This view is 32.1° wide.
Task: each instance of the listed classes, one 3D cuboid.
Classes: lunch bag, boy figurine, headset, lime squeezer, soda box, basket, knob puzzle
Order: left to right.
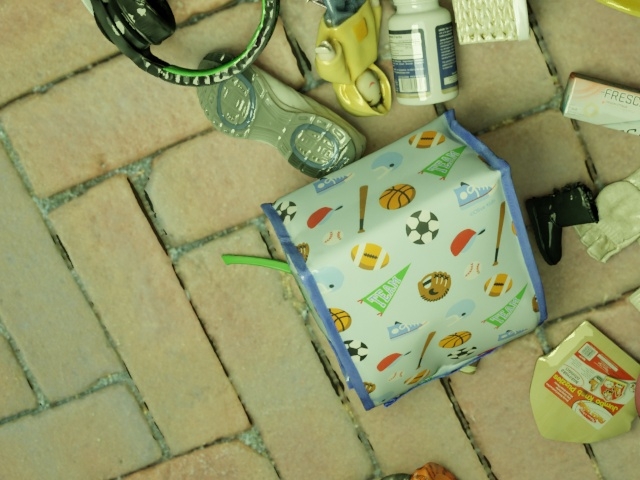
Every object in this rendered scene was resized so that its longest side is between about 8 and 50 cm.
[{"bbox_3d":[-0.249,-0.373,1.551,0.394,0.185,0.243,30,107,-2],"label":"headset"},{"bbox_3d":[0.000,0.000,1.764,0.310,0.059,0.110,-30,72,15],"label":"lime squeezer"},{"bbox_3d":[0.043,-0.293,1.602,0.092,0.177,0.285,12,130,26],"label":"boy figurine"},{"bbox_3d":[0.138,0.053,1.629,0.328,0.239,0.385,-27,128,-1],"label":"lunch bag"},{"bbox_3d":[0.240,-0.367,1.587,0.103,0.113,0.167,-6,106,12],"label":"basket"},{"bbox_3d":[0.423,0.245,1.796,0.213,0.030,0.213,2,107,5],"label":"knob puzzle"},{"bbox_3d":[0.451,-0.195,1.644,0.183,0.058,0.063,15,108,2],"label":"soda box"}]

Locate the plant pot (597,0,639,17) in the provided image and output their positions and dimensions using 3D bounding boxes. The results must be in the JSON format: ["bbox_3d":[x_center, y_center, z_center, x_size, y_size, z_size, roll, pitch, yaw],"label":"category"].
[{"bbox_3d":[0.445,-0.448,1.482,0.254,0.254,0.239,25,93,-2],"label":"plant pot"}]

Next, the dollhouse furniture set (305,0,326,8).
[{"bbox_3d":[-0.005,-0.400,1.617,0.091,0.081,0.114,25,108,-2],"label":"dollhouse furniture set"}]

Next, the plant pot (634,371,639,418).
[{"bbox_3d":[0.604,0.260,1.685,0.201,0.180,0.201,-2,107,-5],"label":"plant pot"}]

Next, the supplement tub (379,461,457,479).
[{"bbox_3d":[0.095,0.524,1.825,0.338,0.207,0.207,-39,99,16],"label":"supplement tub"}]

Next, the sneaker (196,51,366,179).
[{"bbox_3d":[-0.062,-0.186,1.679,0.297,0.129,0.111,36,110,14],"label":"sneaker"}]

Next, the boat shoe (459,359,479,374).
[{"bbox_3d":[0.188,0.163,1.788,0.152,0.056,0.049,26,97,-5],"label":"boat shoe"}]

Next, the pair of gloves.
[{"bbox_3d":[0.525,-0.002,1.704,0.204,0.042,0.240,-39,99,16],"label":"pair of gloves"}]

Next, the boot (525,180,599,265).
[{"bbox_3d":[0.376,-0.027,1.698,0.099,0.045,0.121,-16,99,30],"label":"boot"}]

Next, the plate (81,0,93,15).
[{"bbox_3d":[-0.296,-0.515,1.633,0.277,0.045,0.278,-31,101,13],"label":"plate"}]

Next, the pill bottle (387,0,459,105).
[{"bbox_3d":[0.149,-0.289,1.628,0.094,0.094,0.169,-6,106,8],"label":"pill bottle"}]
